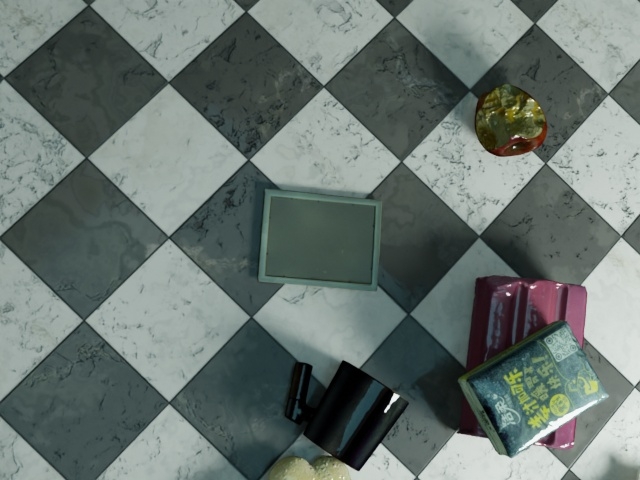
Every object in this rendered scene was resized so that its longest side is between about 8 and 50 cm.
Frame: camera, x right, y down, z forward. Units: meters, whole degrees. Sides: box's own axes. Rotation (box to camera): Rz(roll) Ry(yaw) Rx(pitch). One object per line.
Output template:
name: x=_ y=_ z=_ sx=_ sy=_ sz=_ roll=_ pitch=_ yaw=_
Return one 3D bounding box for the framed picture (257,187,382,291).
framed picture: x=0.000 y=0.000 z=1.896 sx=0.274 sy=0.017 sz=0.217 roll=7 pitch=79 yaw=-8

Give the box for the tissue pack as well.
tissue pack: x=0.439 y=0.304 z=1.755 sx=0.257 sy=0.081 sz=0.185 roll=-28 pitch=87 yaw=-12

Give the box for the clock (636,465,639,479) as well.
clock: x=0.752 y=0.658 z=1.860 sx=0.265 sy=0.108 sz=0.324 roll=-35 pitch=87 yaw=-12

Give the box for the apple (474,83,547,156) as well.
apple: x=0.434 y=-0.276 z=1.954 sx=0.156 sy=0.147 sz=0.158 roll=-20 pitch=72 yaw=20

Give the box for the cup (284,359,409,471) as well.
cup: x=0.046 y=0.357 z=1.800 sx=0.166 sy=0.239 sz=0.177 roll=41 pitch=79 yaw=-44

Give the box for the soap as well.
soap: x=0.443 y=0.264 z=1.867 sx=0.233 sy=0.128 sz=0.359 roll=10 pitch=79 yaw=-9

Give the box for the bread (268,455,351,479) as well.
bread: x=-0.020 y=0.598 z=1.755 sx=0.316 sy=0.054 sz=0.316 roll=3 pitch=82 yaw=-17
